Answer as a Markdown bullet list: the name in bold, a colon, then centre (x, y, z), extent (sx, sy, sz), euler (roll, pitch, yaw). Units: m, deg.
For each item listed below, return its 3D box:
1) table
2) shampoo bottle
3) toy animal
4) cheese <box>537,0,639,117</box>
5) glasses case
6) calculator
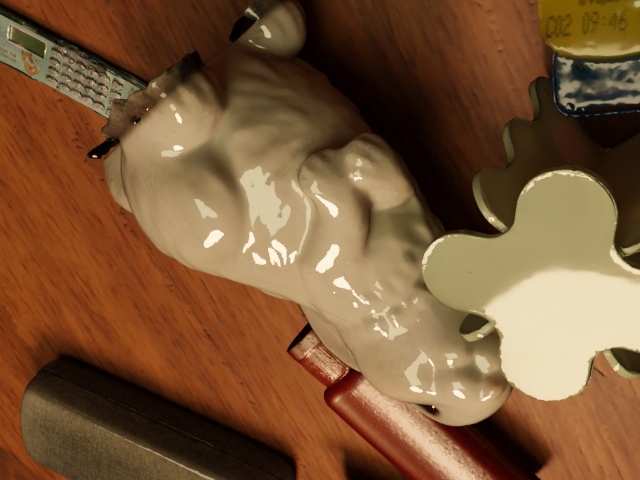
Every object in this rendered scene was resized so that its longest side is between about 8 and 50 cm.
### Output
- **table**: centre (0.177, -0.017, 0.657), extent (0.166, 0.198, 0.167), euler (13, 124, 19)
- **shampoo bottle**: centre (0.083, 0.168, 0.908), extent (0.260, 0.064, 0.102), euler (43, 136, -4)
- **toy animal**: centre (0.000, 0.000, 0.761), extent (0.357, 0.194, 0.258), euler (49, 150, -9)
- **cheese**: centre (0.172, -0.211, 0.582), extent (0.176, 0.069, 0.270), euler (-4, 97, 20)
- **glasses case**: centre (-0.184, 0.244, 1.082), extent (0.323, 0.074, 0.131), euler (22, 128, 12)
- **calculator**: centre (-0.231, -0.154, 0.889), extent (0.172, 0.018, 0.057), euler (29, 127, 8)
